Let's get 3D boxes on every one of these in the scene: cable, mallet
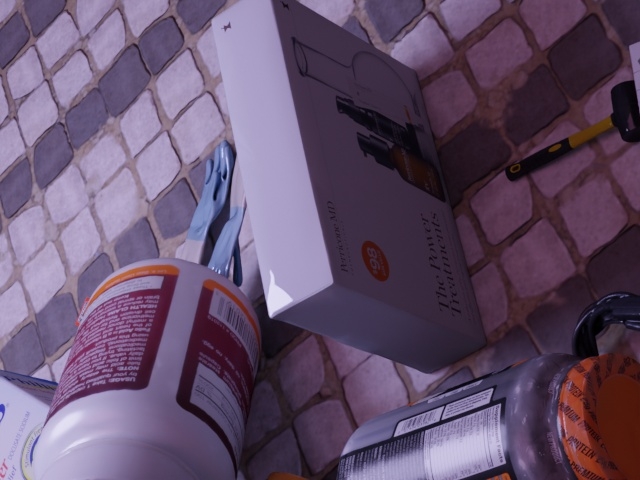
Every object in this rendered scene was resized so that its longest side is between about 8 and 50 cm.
[{"bbox_3d":[0.318,0.126,1.619,0.184,0.047,0.150,-7,103,58],"label":"cable"},{"bbox_3d":[0.280,-0.101,1.771,0.190,0.039,0.062,-35,57,33],"label":"mallet"}]

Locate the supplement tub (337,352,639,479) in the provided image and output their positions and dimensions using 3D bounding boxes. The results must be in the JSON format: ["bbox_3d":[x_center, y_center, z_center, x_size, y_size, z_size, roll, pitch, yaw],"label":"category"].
[{"bbox_3d":[0.184,0.227,1.609,0.316,0.194,0.193,-25,60,41],"label":"supplement tub"}]

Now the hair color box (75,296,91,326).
[{"bbox_3d":[-0.248,0.121,2.130,0.141,0.072,0.043,24,92,43],"label":"hair color box"}]

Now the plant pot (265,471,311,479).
[{"bbox_3d":[-0.035,0.364,1.787,0.205,0.205,0.188,7,65,43],"label":"plant pot"}]

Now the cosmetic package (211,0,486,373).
[{"bbox_3d":[0.031,-0.064,1.802,0.097,0.284,0.377,-30,58,31],"label":"cosmetic package"}]

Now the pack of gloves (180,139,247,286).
[{"bbox_3d":[-0.118,-0.016,2.071,0.195,0.046,0.232,4,78,69],"label":"pack of gloves"}]

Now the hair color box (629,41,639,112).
[{"bbox_3d":[0.380,-0.136,1.679,0.093,0.053,0.167,-21,64,36],"label":"hair color box"}]

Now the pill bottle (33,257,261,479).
[{"bbox_3d":[-0.195,0.212,1.838,0.224,0.224,0.392,-39,21,25],"label":"pill bottle"}]

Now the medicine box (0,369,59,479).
[{"bbox_3d":[-0.361,0.336,2.102,0.289,0.149,0.263,21,90,43],"label":"medicine box"}]
